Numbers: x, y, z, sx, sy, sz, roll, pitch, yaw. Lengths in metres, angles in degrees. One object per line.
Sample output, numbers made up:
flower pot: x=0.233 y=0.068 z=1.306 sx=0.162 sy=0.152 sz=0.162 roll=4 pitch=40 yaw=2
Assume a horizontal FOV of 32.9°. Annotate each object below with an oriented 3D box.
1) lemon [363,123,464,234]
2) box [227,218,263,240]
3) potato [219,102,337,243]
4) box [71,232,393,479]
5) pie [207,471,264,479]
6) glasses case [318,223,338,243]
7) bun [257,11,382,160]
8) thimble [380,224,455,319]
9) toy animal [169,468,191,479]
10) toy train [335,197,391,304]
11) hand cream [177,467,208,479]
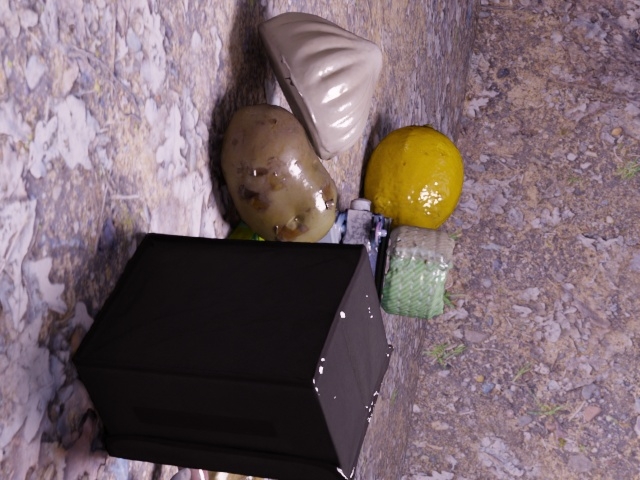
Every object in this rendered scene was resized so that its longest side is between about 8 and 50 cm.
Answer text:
lemon: x=0.227 y=-0.141 z=2.670 sx=0.245 sy=0.245 sz=0.319 roll=59 pitch=45 yaw=-65
box: x=-0.133 y=0.079 z=1.834 sx=0.335 sy=0.047 sz=0.187 roll=-61 pitch=153 yaw=-52
potato: x=-0.073 y=-0.099 z=1.754 sx=0.262 sy=0.165 sz=0.165 roll=58 pitch=34 yaw=-27
box: x=-0.107 y=0.148 z=1.418 sx=0.251 sy=0.345 sz=0.204 roll=-66 pitch=151 yaw=-45
pie: x=-0.159 y=0.463 z=1.878 sx=0.218 sy=0.052 sz=0.185 roll=51 pitch=53 yaw=-66
glasses case: x=0.000 y=0.000 z=2.230 sx=0.178 sy=0.067 sz=0.045 roll=79 pitch=25 yaw=-46
bun: x=0.021 y=-0.278 z=1.814 sx=0.263 sy=0.175 sz=0.263 roll=155 pitch=-90 yaw=-87
thimble: x=0.221 y=0.069 z=2.464 sx=0.219 sy=0.150 sz=0.219 roll=8 pitch=90 yaw=-84
toy animal: x=-0.234 y=0.478 z=1.492 sx=0.302 sy=0.225 sz=0.284 roll=-70 pitch=-179 yaw=-74
toy train: x=0.079 y=0.059 z=2.446 sx=0.202 sy=0.131 sz=0.299 roll=41 pitch=57 yaw=-80
hand cream: x=-0.201 y=0.281 z=1.627 sx=0.067 sy=0.043 sz=0.209 roll=19 pitch=60 yaw=-72
